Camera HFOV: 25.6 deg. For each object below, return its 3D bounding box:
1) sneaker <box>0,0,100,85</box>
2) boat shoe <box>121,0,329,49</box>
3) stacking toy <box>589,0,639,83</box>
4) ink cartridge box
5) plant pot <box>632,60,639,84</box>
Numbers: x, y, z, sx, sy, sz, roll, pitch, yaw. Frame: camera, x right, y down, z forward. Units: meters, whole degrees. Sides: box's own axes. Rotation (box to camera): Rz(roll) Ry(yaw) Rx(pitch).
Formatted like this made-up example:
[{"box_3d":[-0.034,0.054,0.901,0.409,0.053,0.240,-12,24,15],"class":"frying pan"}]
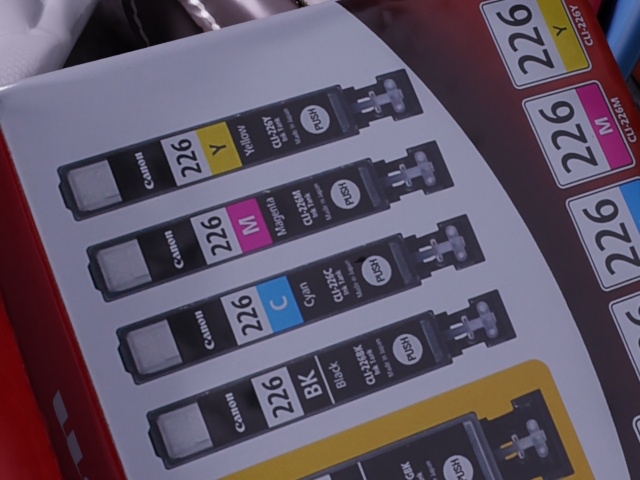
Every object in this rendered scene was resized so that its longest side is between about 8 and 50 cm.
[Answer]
[{"box_3d":[-0.148,-0.089,0.571,0.094,0.080,0.212,28,40,-11],"class":"sneaker"},{"box_3d":[0.000,0.000,0.610,0.096,0.116,0.324,-31,81,-21],"class":"boat shoe"},{"box_3d":[0.015,-0.156,0.712,0.301,0.166,0.175,15,29,-14],"class":"stacking toy"},{"box_3d":[0.002,0.095,0.451,0.272,0.130,0.309,-19,80,-20],"class":"ink cartridge box"},{"box_3d":[0.285,-0.248,0.935,0.235,0.267,0.267,-37,91,-35],"class":"plant pot"}]
